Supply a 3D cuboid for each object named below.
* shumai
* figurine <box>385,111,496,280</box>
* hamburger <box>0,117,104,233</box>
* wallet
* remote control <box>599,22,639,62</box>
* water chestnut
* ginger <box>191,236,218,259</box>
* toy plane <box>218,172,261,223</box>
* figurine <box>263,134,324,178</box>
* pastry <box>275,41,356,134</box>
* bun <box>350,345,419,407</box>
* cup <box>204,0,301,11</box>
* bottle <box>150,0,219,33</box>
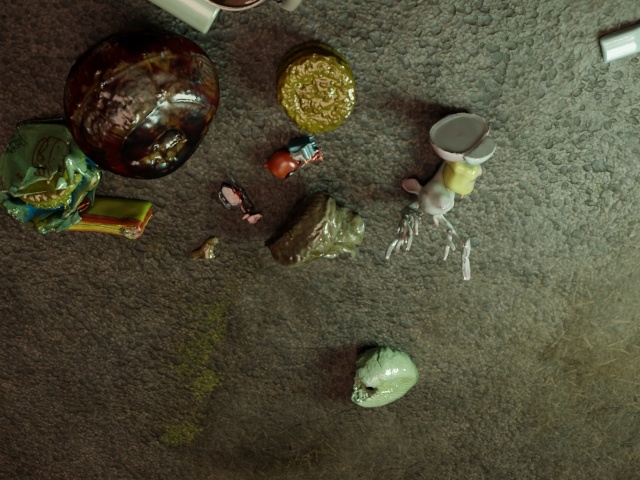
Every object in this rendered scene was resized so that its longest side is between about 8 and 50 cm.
[{"bbox_3d":[0.001,0.000,1.874,0.185,0.184,0.218,37,103,-17],"label":"shumai"},{"bbox_3d":[0.273,-0.099,1.765,0.206,0.284,0.316,10,133,-2],"label":"figurine"},{"bbox_3d":[-0.640,-0.159,1.766,0.260,0.150,0.276,18,85,8],"label":"hamburger"},{"bbox_3d":[-0.546,-0.064,1.885,0.241,0.141,0.067,4,117,-1],"label":"wallet"},{"bbox_3d":[0.693,-0.438,1.665,0.162,0.029,0.061,-18,121,13],"label":"remote control"},{"bbox_3d":[-0.396,-0.308,1.655,0.350,0.302,0.351,-27,148,-18],"label":"water chestnut"},{"bbox_3d":[-0.296,0.032,1.998,0.097,0.030,0.048,-37,112,24],"label":"ginger"},{"bbox_3d":[-0.206,-0.099,1.910,0.060,0.037,0.145,-32,112,9],"label":"toy plane"},{"bbox_3d":[-0.067,-0.196,1.825,0.140,0.068,0.075,-24,121,14],"label":"figurine"},{"bbox_3d":[-0.010,-0.341,1.711,0.188,0.103,0.189,1,123,2],"label":"pastry"},{"bbox_3d":[0.164,0.371,2.135,0.203,0.127,0.212,16,131,-38],"label":"bun"},{"bbox_3d":[-0.139,-0.559,1.522,0.252,0.200,0.191,35,117,-17],"label":"cup"},{"bbox_3d":[-0.323,-0.539,1.600,0.245,0.104,0.104,29,119,-15],"label":"bottle"}]
